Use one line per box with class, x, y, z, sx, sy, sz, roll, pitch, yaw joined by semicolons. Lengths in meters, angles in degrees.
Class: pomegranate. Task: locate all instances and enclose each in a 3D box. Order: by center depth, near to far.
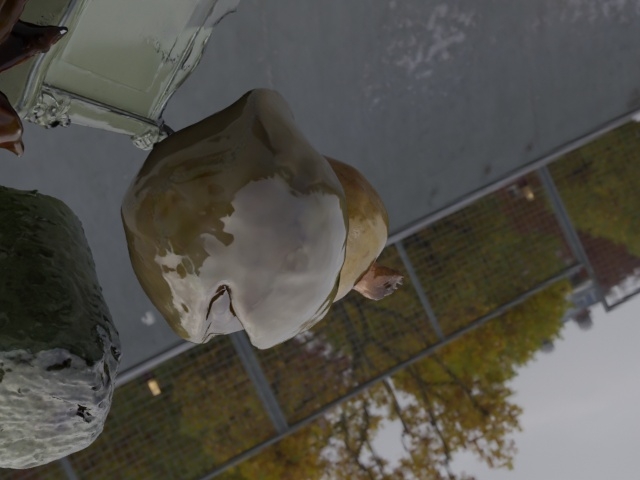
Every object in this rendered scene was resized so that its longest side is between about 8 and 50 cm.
pomegranate;-0.013;-0.010;1.213;0.207;0.207;0.207;-25;-177;1

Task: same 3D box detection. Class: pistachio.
pistachio;-0.060;-0.013;0.745;0.166;0.197;0.288;8;170;2

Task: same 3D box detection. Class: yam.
yam;-0.325;0.083;1.016;0.195;0.195;0.300;-25;-134;-5

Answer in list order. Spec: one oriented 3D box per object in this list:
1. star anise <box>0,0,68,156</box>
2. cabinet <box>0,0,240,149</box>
star anise;-0.246;-0.097;0.595;0.196;0.111;0.212;105;3;-56
cabinet;-0.281;-0.254;0.949;0.227;0.290;0.318;-62;167;7
